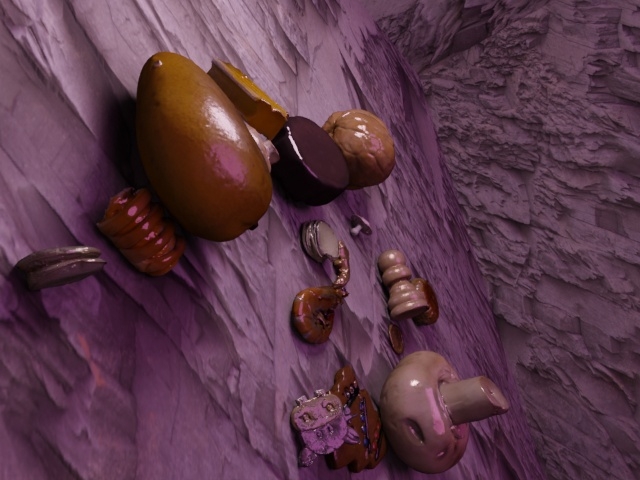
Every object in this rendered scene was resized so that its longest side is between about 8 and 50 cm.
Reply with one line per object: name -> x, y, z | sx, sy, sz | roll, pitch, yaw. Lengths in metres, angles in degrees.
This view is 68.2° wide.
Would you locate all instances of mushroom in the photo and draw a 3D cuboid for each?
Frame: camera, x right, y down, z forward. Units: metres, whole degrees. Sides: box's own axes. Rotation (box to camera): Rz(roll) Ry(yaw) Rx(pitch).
mushroom -> -0.176, -0.205, 1.184 | 0.127, 0.166, 0.166 | -19, 85, -21
mushroom -> 0.331, 0.486, 1.417 | 0.353, 0.353, 0.325 | 32, 13, -46

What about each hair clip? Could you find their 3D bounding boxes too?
hair clip -> 0.012, 0.424, 1.107 | 0.187, 0.056, 0.146 | -6, 64, -41

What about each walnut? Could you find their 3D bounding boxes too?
walnut -> 0.129, -0.317, 1.674 | 0.285, 0.285, 0.296 | 51, -4, -27

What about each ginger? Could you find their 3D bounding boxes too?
ginger -> 0.067, 0.077, 1.497 | 0.069, 0.051, 0.173 | 30, 43, -43

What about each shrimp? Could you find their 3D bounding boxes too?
shrimp -> 0.014, 0.198, 1.306 | 0.287, 0.063, 0.152 | -6, 77, -57

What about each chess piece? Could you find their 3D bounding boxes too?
chess piece -> 0.291, 0.156, 1.750 | 0.142, 0.142, 0.261 | 22, 45, -52

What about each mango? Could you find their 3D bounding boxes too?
mango -> -0.257, -0.203, 0.969 | 0.445, 0.220, 0.301 | 60, 8, 16

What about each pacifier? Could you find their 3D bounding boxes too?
pacifier -> 0.137, -0.044, 1.704 | 0.099, 0.081, 0.078 | 43, 63, 5

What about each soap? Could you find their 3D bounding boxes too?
soap -> -0.181, -0.365, 1.256 | 0.257, 0.080, 0.160 | 47, 18, 24

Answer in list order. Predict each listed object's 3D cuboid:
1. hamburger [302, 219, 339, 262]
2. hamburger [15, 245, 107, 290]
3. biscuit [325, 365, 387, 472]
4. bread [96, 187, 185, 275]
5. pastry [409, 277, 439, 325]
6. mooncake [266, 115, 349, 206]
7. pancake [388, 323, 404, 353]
hamburger -> 0.000, 0.000, 1.428 | 0.140, 0.062, 0.133 | 43, 37, -40
hamburger -> -0.385, 0.036, 0.728 | 0.121, 0.084, 0.054 | -1, 69, -61
biscuit -> 0.103, 0.492, 1.261 | 0.301, 0.043, 0.278 | 45, 35, -34
bread -> -0.323, -0.018, 0.877 | 0.177, 0.084, 0.119 | 57, 30, -26
pastry -> 0.416, 0.246, 1.919 | 0.192, 0.093, 0.182 | 58, 27, -15
mooncake -> -0.044, -0.236, 1.445 | 0.283, 0.141, 0.283 | 35, 36, -31
pancake -> 0.271, 0.351, 1.683 | 0.115, 0.011, 0.115 | 37, 42, -43
